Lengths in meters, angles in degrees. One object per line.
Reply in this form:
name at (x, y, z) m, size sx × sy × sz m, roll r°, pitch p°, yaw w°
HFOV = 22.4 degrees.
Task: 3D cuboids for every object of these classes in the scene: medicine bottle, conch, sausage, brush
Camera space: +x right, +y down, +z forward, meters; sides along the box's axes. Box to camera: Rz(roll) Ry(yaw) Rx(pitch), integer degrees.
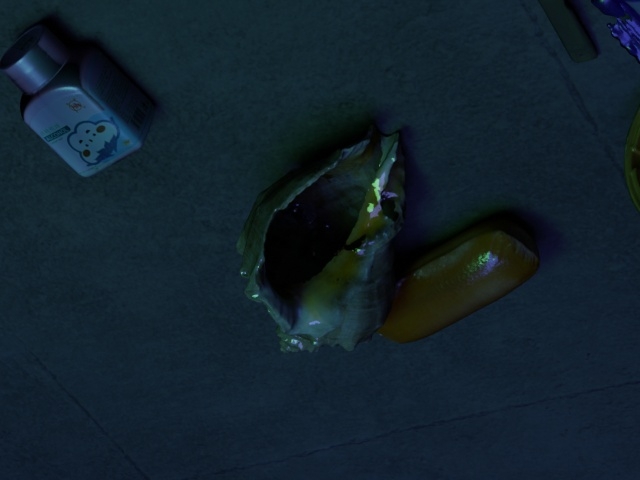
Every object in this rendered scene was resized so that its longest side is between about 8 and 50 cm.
medicine bottle at (-0.316, -0.183, 2.057) m, size 0.119 × 0.094 × 0.188 m, roll -25°, pitch 123°, yaw 32°
conch at (-0.009, -0.001, 2.073) m, size 0.186 × 0.263 × 0.324 m, roll 18°, pitch 101°, yaw 34°
sausage at (0.171, 0.057, 2.153) m, size 0.105 × 0.105 × 0.274 m, roll 40°, pitch 131°, yaw -22°
brush at (0.269, -0.275, 1.852) m, size 0.034 × 0.027 × 0.190 m, roll -11°, pitch 137°, yaw 30°

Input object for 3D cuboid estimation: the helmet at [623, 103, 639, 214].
helmet at (0.480, -0.113, 1.862) m, size 0.140 × 0.205 × 0.257 m, roll 17°, pitch 109°, yaw -44°

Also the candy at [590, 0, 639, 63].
candy at (0.438, -0.281, 1.763) m, size 0.145 × 0.070 × 0.275 m, roll 44°, pitch 130°, yaw -17°
